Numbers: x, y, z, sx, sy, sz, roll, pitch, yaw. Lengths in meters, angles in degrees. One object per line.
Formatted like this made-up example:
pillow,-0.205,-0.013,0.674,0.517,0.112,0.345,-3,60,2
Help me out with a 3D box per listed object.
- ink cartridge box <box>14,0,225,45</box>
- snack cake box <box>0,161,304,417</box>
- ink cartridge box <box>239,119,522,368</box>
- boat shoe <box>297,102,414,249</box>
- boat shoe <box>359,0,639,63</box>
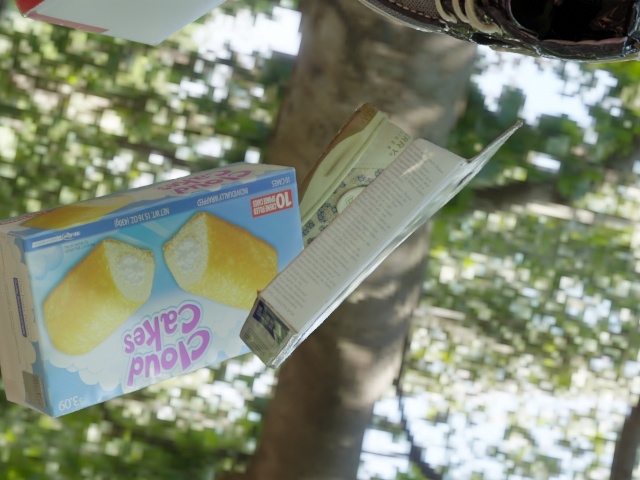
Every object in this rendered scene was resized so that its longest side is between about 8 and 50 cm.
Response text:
ink cartridge box,-0.237,-0.401,1.521,0.384,0.160,0.279,63,19,8
snack cake box,-0.141,0.035,1.335,0.089,0.264,0.152,10,-69,52
ink cartridge box,0.037,-0.004,1.191,0.224,0.045,0.223,-43,176,-13
boat shoe,0.000,0.000,1.492,0.285,0.089,0.104,-55,180,38
boat shoe,0.153,-0.232,1.414,0.158,0.341,0.127,-18,117,-63
